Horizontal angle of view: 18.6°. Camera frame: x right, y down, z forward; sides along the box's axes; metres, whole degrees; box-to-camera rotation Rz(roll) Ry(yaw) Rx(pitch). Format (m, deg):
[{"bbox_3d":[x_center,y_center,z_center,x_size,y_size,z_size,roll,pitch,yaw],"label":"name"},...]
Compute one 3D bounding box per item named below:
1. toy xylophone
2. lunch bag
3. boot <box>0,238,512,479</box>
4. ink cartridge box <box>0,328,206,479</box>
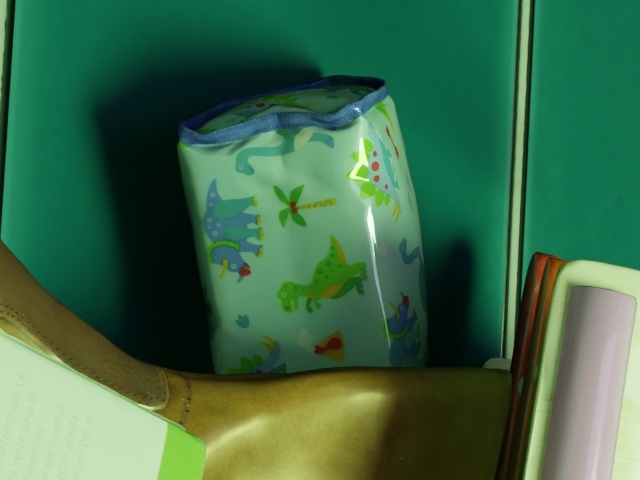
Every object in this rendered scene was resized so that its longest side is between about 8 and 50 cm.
[{"bbox_3d":[0.115,0.065,0.815,0.323,0.081,0.236,97,3,-72],"label":"toy xylophone"},{"bbox_3d":[0.000,0.000,0.814,0.151,0.096,0.129,-42,124,-73],"label":"lunch bag"},{"bbox_3d":[-0.054,0.043,0.671,0.280,0.096,0.264,8,84,-22],"label":"boot"},{"bbox_3d":[-0.167,0.089,0.483,0.255,0.097,0.189,32,48,-27],"label":"ink cartridge box"}]
